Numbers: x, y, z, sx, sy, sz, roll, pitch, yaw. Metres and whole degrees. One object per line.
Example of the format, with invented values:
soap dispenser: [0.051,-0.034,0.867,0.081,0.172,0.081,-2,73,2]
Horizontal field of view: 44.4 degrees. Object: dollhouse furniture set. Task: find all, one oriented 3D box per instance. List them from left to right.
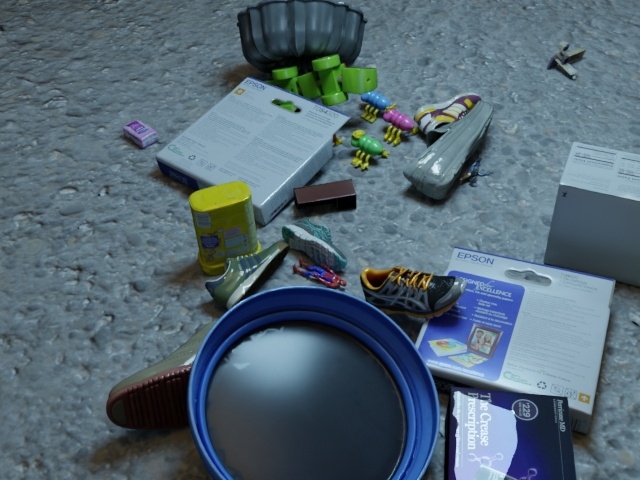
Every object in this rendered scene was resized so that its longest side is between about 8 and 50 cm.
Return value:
dollhouse furniture set: [0.670,-0.472,2.040,0.114,0.091,0.081,-24,62,-25]

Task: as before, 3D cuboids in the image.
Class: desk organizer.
desk organizer: [0.011,-0.090,1.687,0.130,0.047,0.050,-10,46,-6]

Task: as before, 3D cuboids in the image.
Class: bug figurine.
bug figurine: [0.104,-0.277,1.863,0.216,0.072,0.279,32,53,32]

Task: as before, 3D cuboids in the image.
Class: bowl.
bowl: [-0.012,0.254,1.214,0.391,0.077,0.391,8,54,-11]

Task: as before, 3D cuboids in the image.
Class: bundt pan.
bundt pan: [-0.046,-0.492,1.966,0.331,0.331,0.124,-1,85,2]

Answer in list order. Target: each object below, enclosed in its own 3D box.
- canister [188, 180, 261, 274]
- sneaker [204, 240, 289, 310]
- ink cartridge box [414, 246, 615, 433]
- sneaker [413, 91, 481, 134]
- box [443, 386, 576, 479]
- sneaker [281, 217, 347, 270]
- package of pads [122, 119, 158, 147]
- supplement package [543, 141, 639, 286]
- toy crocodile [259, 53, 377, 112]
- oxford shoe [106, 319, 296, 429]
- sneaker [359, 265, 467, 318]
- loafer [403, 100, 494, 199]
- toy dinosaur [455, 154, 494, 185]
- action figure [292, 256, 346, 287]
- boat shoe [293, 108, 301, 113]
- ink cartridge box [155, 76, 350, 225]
canister: [-0.186,-0.025,1.538,0.126,0.170,0.073,-16,45,-13]
sneaker: [-0.146,0.051,1.520,0.086,0.064,0.192,32,55,13]
ink cartridge box: [0.342,0.161,1.383,0.304,0.072,0.307,13,43,19]
sneaker: [0.317,-0.294,1.880,0.185,0.069,0.084,-21,62,-17]
box: [0.275,0.354,1.154,0.184,0.103,0.261,5,43,6]
sneaker: [0.000,0.000,1.581,0.076,0.065,0.166,-33,52,-33]
package of pads: [-0.437,-0.259,1.908,0.050,0.032,0.083,-33,50,-32]
supplement package: [0.578,-0.041,1.481,0.262,0.204,0.145,15,45,19]
toy crocodile: [-0.019,-0.379,1.903,0.340,0.115,0.105,-3,20,38]
oxford shoe: [-0.200,0.215,1.331,0.348,0.123,0.130,-15,38,-26]
sneaker: [0.159,0.086,1.404,0.215,0.083,0.084,-8,34,37]
loafer: [0.293,-0.222,1.758,0.111,0.112,0.319,31,51,12]
toy dinosaur: [0.340,-0.162,1.750,0.090,0.047,0.082,-10,24,8]
action figure: [0.001,0.066,1.534,0.115,0.030,0.038,23,44,23]
boat shoe: [-0.060,-0.286,1.872,0.125,0.046,0.038,-21,37,28]
ink cartridge box: [-0.148,-0.215,1.791,0.324,0.071,0.330,27,58,30]
